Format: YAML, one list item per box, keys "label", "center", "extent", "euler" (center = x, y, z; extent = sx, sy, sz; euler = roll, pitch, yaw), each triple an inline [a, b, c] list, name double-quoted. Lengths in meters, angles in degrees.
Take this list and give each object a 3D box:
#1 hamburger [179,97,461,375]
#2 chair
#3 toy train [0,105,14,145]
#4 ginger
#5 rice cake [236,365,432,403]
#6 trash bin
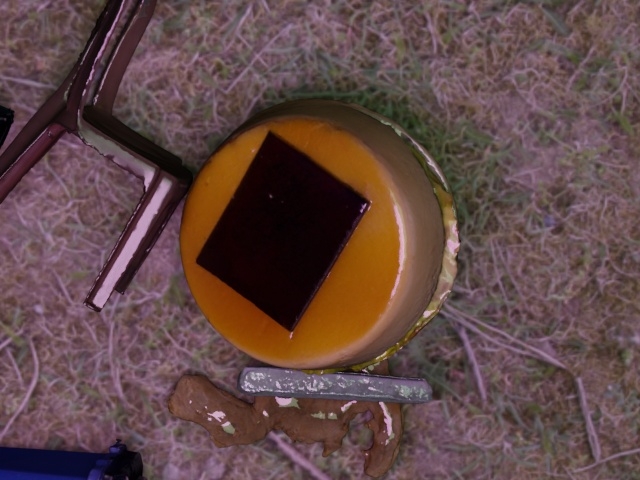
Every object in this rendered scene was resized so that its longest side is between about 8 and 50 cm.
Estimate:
- label: "hamburger"
  center: [0.000, 0.000, 1.720]
  extent: [0.300, 0.176, 0.300]
  euler: [3, 99, 22]
- label: "chair"
  center: [-0.200, -0.119, 1.707]
  extent: [0.183, 0.175, 0.326]
  euler: [34, 98, 0]
- label: "toy train"
  center: [-0.341, -0.112, 1.656]
  extent: [0.051, 0.234, 0.052]
  euler: [23, 93, -6]
- label: "ginger"
  center: [-0.033, 0.164, 1.817]
  extent: [0.259, 0.065, 0.149]
  euler: [11, 82, -2]
- label: "rice cake"
  center: [0.015, 0.154, 1.777]
  extent: [0.208, 0.033, 0.033]
  euler: [4, 79, -6]
- label: "trash bin"
  center: [-0.306, 0.286, 1.750]
  extent: [0.235, 0.184, 0.162]
  euler: [7, 95, 4]
